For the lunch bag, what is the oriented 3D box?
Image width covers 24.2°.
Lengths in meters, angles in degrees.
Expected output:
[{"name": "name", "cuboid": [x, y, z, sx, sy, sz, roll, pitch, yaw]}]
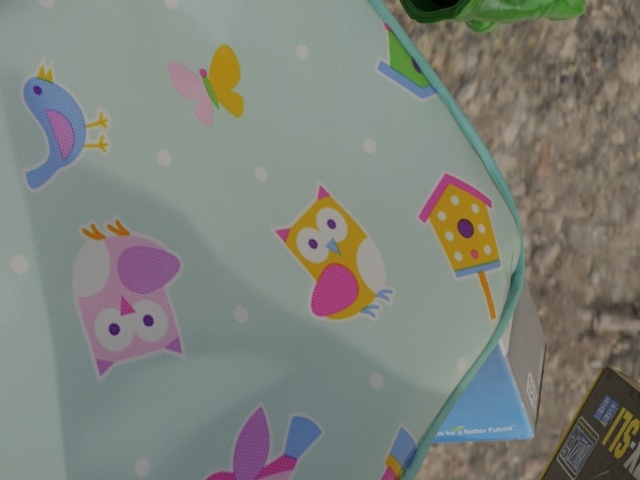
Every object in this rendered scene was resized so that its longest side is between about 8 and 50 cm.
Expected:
[{"name": "lunch bag", "cuboid": [-0.070, 0.010, 0.475, 0.224, 0.279, 0.108, 49, 143, -13]}]

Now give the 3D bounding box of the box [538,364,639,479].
[{"name": "box", "cuboid": [0.286, 0.280, 1.440, 0.079, 0.322, 0.257, 30, 95, -9]}]

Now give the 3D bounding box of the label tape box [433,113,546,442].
[{"name": "label tape box", "cuboid": [0.000, 0.000, 1.037, 0.241, 0.106, 0.333, -6, 130, 23]}]

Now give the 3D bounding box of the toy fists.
[{"name": "toy fists", "cuboid": [0.195, -0.233, 1.202, 0.279, 0.142, 0.096, -19, 86, 50]}]
